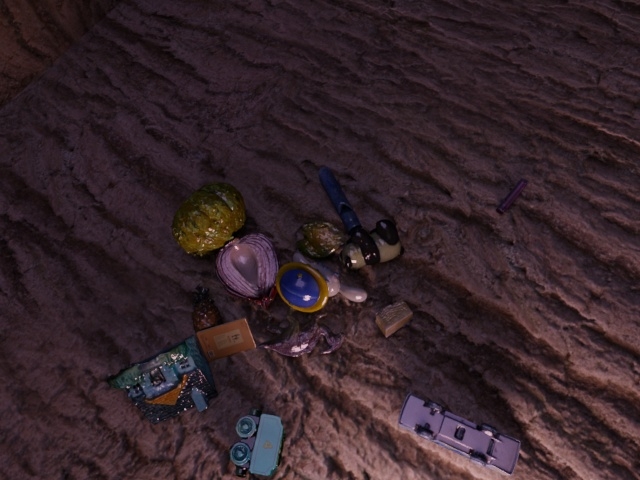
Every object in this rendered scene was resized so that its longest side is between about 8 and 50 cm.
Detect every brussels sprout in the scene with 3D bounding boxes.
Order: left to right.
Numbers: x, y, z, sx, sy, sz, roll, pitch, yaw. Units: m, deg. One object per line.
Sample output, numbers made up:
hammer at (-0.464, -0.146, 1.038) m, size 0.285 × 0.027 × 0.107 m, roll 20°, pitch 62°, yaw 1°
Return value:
brussels sprout at (0.002, 0.001, 1.784) m, size 0.180 × 0.100 × 0.139 m, roll 2°, pitch 73°, yaw 8°

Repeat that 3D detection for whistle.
whistle at (0.069, -0.156, 1.875) m, size 0.062 × 0.062 × 0.304 m, roll -24°, pitch 62°, yaw -5°
whistle at (0.706, -0.164, 1.803) m, size 0.033 × 0.033 × 0.176 m, roll 37°, pitch 72°, yaw 23°

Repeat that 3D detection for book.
book at (-0.316, 0.334, 1.651) m, size 0.172 × 0.118 × 0.012 m, roll -17°, pitch 21°, yaw -2°

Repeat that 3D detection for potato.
potato at (0.246, 0.254, 1.633) m, size 0.122 × 0.061 × 0.086 m, roll -31°, pitch 60°, yaw -9°

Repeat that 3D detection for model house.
model house at (-0.491, 0.469, 1.558) m, size 0.261 × 0.226 × 0.241 m, roll -25°, pitch 91°, yaw -3°

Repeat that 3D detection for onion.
onion at (-0.238, 0.124, 1.736) m, size 0.226 × 0.120 × 0.284 m, roll -24°, pitch 68°, yaw -4°

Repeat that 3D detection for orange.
orange at (-0.389, -0.077, 1.775) m, size 0.223 × 0.301 × 0.300 m, roll 42°, pitch 68°, yaw -4°

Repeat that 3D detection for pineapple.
pineapple at (-0.406, 0.238, 1.714) m, size 0.108 × 0.108 × 0.198 m, roll -21°, pitch 56°, yaw -3°

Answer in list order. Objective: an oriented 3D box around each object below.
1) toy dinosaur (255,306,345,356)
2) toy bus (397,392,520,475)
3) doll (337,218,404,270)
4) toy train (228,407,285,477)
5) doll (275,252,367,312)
toy dinosaur at (-0.068, 0.306, 1.641) m, size 0.293 × 0.077 × 0.162 m, roll -9°, pitch 54°, yaw 1°
toy bus at (0.389, 0.556, 1.409) m, size 0.329 × 0.136 × 0.109 m, roll 20°, pitch 69°, yaw 17°
doll at (0.172, 0.021, 1.721) m, size 0.234 × 0.143 × 0.135 m, roll -18°, pitch 76°, yaw -7°
toy train at (-0.187, 0.615, 1.482) m, size 0.154 × 0.107 × 0.198 m, roll 9°, pitch 63°, yaw 4°
doll at (-0.006, 0.168, 1.653) m, size 0.310 × 0.242 × 0.160 m, roll 21°, pitch 97°, yaw 14°
